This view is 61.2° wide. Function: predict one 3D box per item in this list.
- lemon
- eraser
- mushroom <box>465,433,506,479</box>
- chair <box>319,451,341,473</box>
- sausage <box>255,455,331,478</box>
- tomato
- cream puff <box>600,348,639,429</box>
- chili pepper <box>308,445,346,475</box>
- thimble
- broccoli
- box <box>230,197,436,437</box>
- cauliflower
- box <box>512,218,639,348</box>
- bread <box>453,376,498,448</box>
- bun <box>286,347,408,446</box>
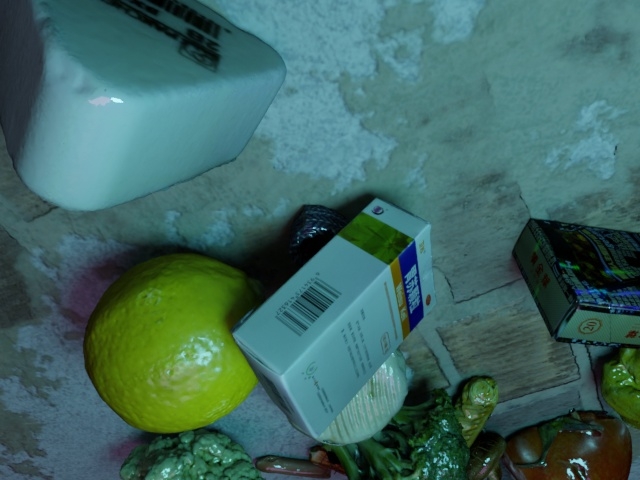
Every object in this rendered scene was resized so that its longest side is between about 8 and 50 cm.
[{"bbox_3d":[-0.214,0.153,0.833,0.293,0.293,0.293,-1,128,-2],"label":"lemon"},{"bbox_3d":[-0.188,-0.186,0.606,0.331,0.331,0.150,26,121,-21],"label":"eraser"},{"bbox_3d":[0.373,0.495,1.230,0.085,0.126,0.109,10,112,38],"label":"mushroom"},{"bbox_3d":[0.036,0.497,1.244,0.042,0.037,0.086,26,103,-34],"label":"chair"},{"bbox_3d":[-0.062,0.541,1.291,0.186,0.043,0.043,11,127,-12],"label":"sausage"},{"bbox_3d":[0.585,0.538,1.235,0.309,0.170,0.309,0,128,0],"label":"tomato"},{"bbox_3d":[0.673,0.265,1.033,0.244,0.196,0.244,-11,114,-25],"label":"cream puff"},{"bbox_3d":[0.032,0.529,1.291,0.178,0.027,0.045,37,93,-27],"label":"chili pepper"},{"bbox_3d":[0.002,0.002,0.851,0.104,0.066,0.095,30,119,-24],"label":"thimble"},{"bbox_3d":[0.150,0.434,1.067,0.283,0.321,0.304,34,164,19],"label":"broccoli"},{"bbox_3d":[0.038,0.112,0.792,0.299,0.106,0.200,-42,142,-21],"label":"box"},{"bbox_3d":[-0.266,0.524,1.117,0.327,0.281,0.260,-3,125,12],"label":"cauliflower"},{"bbox_3d":[0.485,0.072,0.844,0.310,0.198,0.084,7,128,-8],"label":"box"},{"bbox_3d":[0.301,0.430,1.199,0.077,0.084,0.367,32,130,23],"label":"bread"},{"bbox_3d":[0.034,0.253,0.995,0.239,0.141,0.239,-1,98,-5],"label":"bun"}]
